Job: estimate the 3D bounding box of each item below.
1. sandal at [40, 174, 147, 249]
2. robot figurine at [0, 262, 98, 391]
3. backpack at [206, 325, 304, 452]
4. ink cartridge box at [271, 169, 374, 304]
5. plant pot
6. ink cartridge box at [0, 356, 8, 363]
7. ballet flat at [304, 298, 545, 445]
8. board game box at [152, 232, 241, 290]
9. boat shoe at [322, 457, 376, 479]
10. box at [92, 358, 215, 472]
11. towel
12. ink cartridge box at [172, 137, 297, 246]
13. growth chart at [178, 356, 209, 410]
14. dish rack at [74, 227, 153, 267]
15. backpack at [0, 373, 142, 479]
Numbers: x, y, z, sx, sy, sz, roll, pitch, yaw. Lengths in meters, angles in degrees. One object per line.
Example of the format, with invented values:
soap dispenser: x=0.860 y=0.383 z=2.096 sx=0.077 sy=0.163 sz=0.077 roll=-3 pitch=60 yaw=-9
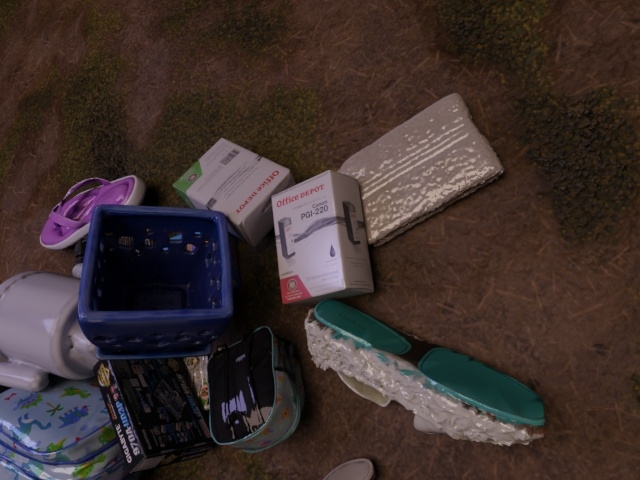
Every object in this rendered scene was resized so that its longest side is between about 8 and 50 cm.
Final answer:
sandal: x=-0.619 y=-0.096 z=1.213 sx=0.415 sy=0.102 sz=0.170 roll=-17 pitch=52 yaw=27
robot figurine: x=-0.558 y=0.175 z=0.990 sx=0.352 sy=0.200 sz=0.300 roll=9 pitch=49 yaw=22
backpack: x=-0.114 y=0.277 z=0.832 sx=0.165 sy=0.144 sz=0.189 roll=-28 pitch=39 yaw=16
ink cartridge box: x=0.000 y=0.000 z=0.864 sx=0.158 sy=0.092 sz=0.218 roll=-19 pitch=70 yaw=38
plant pot: x=-0.295 y=0.091 z=0.846 sx=0.212 sy=0.235 sz=0.236 roll=117 pitch=148 yaw=-47
ink cartridge box: x=-1.069 y=0.321 z=1.311 sx=0.394 sy=0.166 sz=0.286 roll=13 pitch=82 yaw=29
ballet flat: x=0.144 y=0.223 z=0.751 sx=0.408 sy=0.147 sz=0.147 roll=23 pitch=87 yaw=34
board game box: x=-0.284 y=0.057 z=1.048 sx=0.210 sy=0.047 sz=0.160 roll=-18 pitch=68 yaw=22
boat shoe: x=0.022 y=0.449 z=0.782 sx=0.206 sy=0.075 sz=0.065 roll=-42 pitch=104 yaw=5
box: x=-0.316 y=0.315 z=0.890 sx=0.051 sy=0.175 sz=0.220 roll=-46 pitch=60 yaw=13
towel: x=0.172 y=-0.126 z=0.864 sx=0.282 sy=0.049 sz=0.187 roll=-30 pitch=66 yaw=18
ink cartridge box: x=-0.176 y=-0.106 z=0.987 sx=0.219 sy=0.093 sz=0.160 roll=30 pitch=69 yaw=30
growth chart: x=-0.306 y=0.266 z=1.016 sx=0.171 sy=0.021 sz=0.238 roll=-23 pitch=65 yaw=21
dish rack: x=-0.503 y=0.061 z=1.144 sx=0.271 sy=0.074 sz=0.209 roll=-20 pitch=69 yaw=23
backpack: x=-0.526 y=0.401 z=0.944 sx=0.355 sy=0.290 sz=0.274 roll=33 pitch=113 yaw=24
